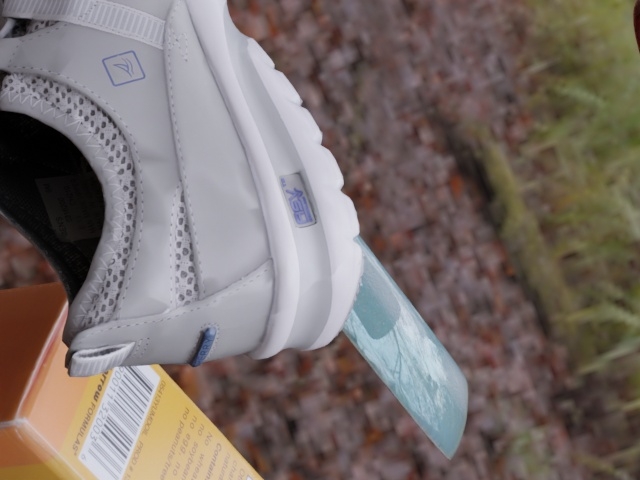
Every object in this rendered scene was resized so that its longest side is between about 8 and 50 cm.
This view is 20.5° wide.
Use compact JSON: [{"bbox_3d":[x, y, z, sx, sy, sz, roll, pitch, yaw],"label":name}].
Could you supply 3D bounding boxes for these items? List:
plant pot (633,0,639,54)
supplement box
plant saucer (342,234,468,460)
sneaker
[{"bbox_3d":[0.317,-0.087,0.959,0.267,0.235,0.267,-50,126,-56],"label":"plant pot"},{"bbox_3d":[-0.079,0.119,0.767,0.233,0.078,0.080,55,40,-36],"label":"supplement box"},{"bbox_3d":[0.000,0.000,1.118,0.317,0.043,0.317,52,0,0],"label":"plant saucer"},{"bbox_3d":[-0.095,-0.073,0.628,0.115,0.105,0.281,-16,57,-31],"label":"sneaker"}]
